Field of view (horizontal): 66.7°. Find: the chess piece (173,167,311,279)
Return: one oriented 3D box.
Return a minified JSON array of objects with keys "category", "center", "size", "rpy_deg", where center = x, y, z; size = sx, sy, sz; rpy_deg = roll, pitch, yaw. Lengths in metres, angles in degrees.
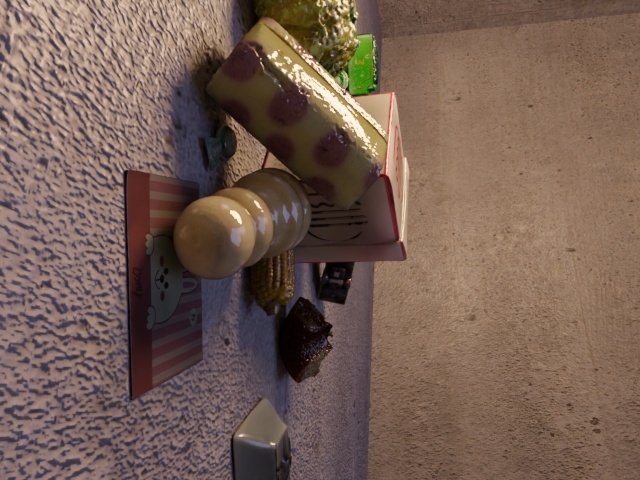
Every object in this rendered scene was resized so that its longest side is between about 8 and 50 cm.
[{"category":"chess piece","center":[-0.134,-0.023,0.809],"size":[0.300,0.167,0.167],"rpy_deg":[-39,127,-67]}]

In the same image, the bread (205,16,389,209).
[{"category":"bread","center":[-0.032,-0.225,0.892],"size":[0.338,0.155,0.187],"rpy_deg":[39,36,-17]}]

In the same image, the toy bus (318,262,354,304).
[{"category":"toy bus","center":[0.066,0.054,1.584],"size":[0.139,0.113,0.301],"rpy_deg":[-74,177,-62]}]

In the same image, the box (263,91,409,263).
[{"category":"box","center":[0.052,-0.150,1.228],"size":[0.300,0.314,0.312],"rpy_deg":[69,24,-49]}]

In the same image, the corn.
[{"category":"corn","center":[-0.101,0.030,1.039],"size":[0.097,0.097,0.261],"rpy_deg":[45,43,-72]}]

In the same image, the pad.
[{"category":"pad","center":[-0.222,0.055,0.718],"size":[0.202,0.005,0.299],"rpy_deg":[-5,95,-77]}]

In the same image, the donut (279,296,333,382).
[{"category":"donut","center":[-0.049,0.263,1.242],"size":[0.186,0.144,0.126],"rpy_deg":[-62,167,16]}]

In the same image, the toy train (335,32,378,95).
[{"category":"toy train","center":[0.118,-0.634,1.790],"size":[0.132,0.188,0.243],"rpy_deg":[-32,122,-74]}]

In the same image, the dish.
[{"category":"dish","center":[-0.111,0.482,1.024],"size":[0.182,0.080,0.243],"rpy_deg":[-30,119,-75]}]

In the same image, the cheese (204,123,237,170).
[{"category":"cheese","center":[-0.176,-0.172,0.873],"size":[0.120,0.026,0.067],"rpy_deg":[-65,151,-61]}]

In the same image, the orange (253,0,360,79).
[{"category":"orange","center":[-0.023,-0.499,1.098],"size":[0.300,0.223,0.301],"rpy_deg":[-68,157,-58]}]
